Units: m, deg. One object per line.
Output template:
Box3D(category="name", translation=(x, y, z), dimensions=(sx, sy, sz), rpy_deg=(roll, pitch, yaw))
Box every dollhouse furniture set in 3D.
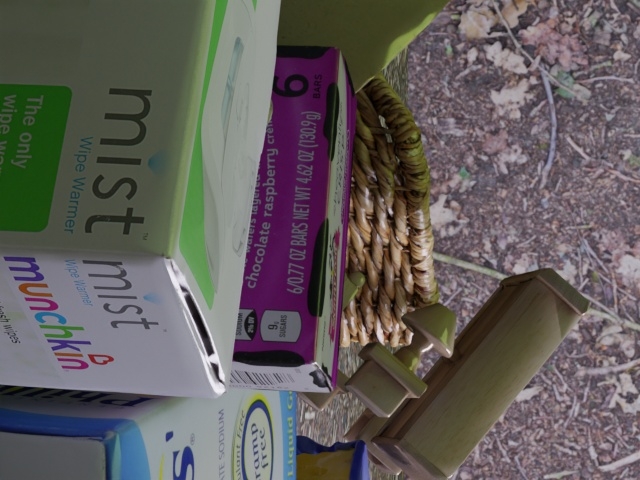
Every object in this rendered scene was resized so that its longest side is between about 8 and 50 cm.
Box3D(category="dollhouse furniture set", translation=(0.000, 0.000, 1.388), dimensions=(0.174, 0.355, 0.303), rpy_deg=(-49, -177, -11))

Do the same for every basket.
Box3D(category="basket", translation=(-0.006, -0.068, 1.536), dimensions=(0.299, 0.223, 0.213), rpy_deg=(79, 15, -51))

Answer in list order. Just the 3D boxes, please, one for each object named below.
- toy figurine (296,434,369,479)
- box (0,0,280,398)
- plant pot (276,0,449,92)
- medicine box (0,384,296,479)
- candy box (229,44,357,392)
Box3D(category="toy figurine", translation=(-0.033, 0.179, 1.347), dimensions=(0.362, 0.217, 0.191), rpy_deg=(-76, 170, -72))
Box3D(category="box", translation=(-0.136, -0.084, 0.708), dimensions=(0.127, 0.231, 0.262), rpy_deg=(75, 20, -61))
Box3D(category="plant pot", translation=(-0.079, -0.152, 1.070), dimensions=(0.191, 0.284, 0.284), rpy_deg=(51, 22, -13))
Box3D(category="medicine box", translation=(-0.123, 0.197, 1.018), dimensions=(0.289, 0.149, 0.264), rpy_deg=(-22, 113, -72))
Box3D(category="candy box", translation=(-0.105, -0.014, 0.902), dimensions=(0.071, 0.233, 0.159), rpy_deg=(63, 29, -71))
